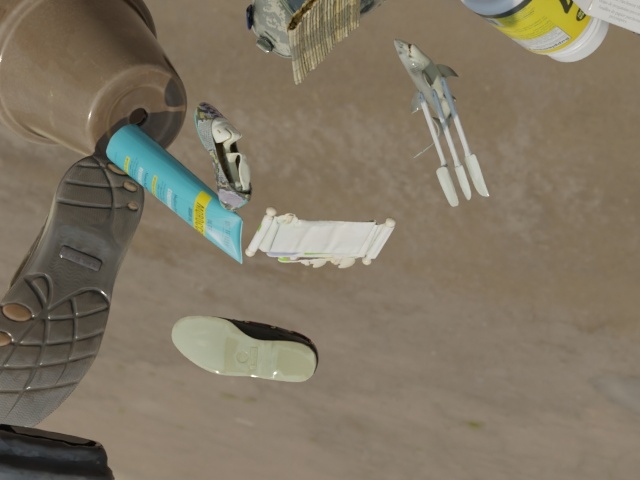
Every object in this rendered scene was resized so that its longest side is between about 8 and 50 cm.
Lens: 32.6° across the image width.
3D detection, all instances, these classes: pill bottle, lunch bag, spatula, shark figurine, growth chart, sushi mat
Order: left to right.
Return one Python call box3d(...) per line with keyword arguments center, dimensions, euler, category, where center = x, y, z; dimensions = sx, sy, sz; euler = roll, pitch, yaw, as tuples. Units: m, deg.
box3d(center=(0.000, 0.000, 1.720), dimensions=(0.237, 0.021, 0.172), euler=(3, 152, -24), category="growth chart")
box3d(center=(0.010, -0.311, 1.557), dimensions=(0.019, 0.151, 0.316), euler=(44, 177, 4), category="sushi mat")
box3d(center=(0.019, -0.498, 2.100), dimensions=(0.212, 0.305, 0.256), euler=(48, 153, 3), category="lunch bag")
box3d(center=(0.235, -0.298, 2.402), dimensions=(0.166, 0.278, 0.116), euler=(13, 142, -41), category="shark figurine")
box3d(center=(0.249, -0.189, 2.135), dimensions=(0.019, 0.242, 0.168), euler=(-20, -179, -16), category="spatula")
box3d(center=(0.267, -0.301, 1.350), dimensions=(0.119, 0.119, 0.208), euler=(0, 168, 40), category="pill bottle")

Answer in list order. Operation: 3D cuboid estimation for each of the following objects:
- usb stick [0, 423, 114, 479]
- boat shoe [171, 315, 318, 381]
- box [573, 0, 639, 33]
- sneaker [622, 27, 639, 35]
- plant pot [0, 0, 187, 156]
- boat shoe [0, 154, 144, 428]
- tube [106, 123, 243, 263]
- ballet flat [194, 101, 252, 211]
box3d(center=(-0.164, 0.230, 0.528), dimensions=(0.077, 0.278, 0.045), euler=(14, 177, -19), category="usb stick")
box3d(center=(-0.066, 0.096, 0.977), dimensions=(0.132, 0.049, 0.042), euler=(12, -174, 4), category="boat shoe")
box3d(center=(0.240, -0.297, 1.066), dimensions=(0.067, 0.324, 0.063), euler=(14, 119, -18), category="box")
box3d(center=(0.410, -0.381, 1.465), dimensions=(0.078, 0.234, 0.106), euler=(1, 146, -22), category="sneaker")
box3d(center=(-0.299, -0.214, 1.463), dimensions=(0.229, 0.263, 0.263), euler=(40, 177, 39), category="plant pot")
box3d(center=(-0.316, 0.070, 1.334), dimensions=(0.132, 0.356, 0.130), euler=(28, 164, -12), category="boat shoe")
box3d(center=(-0.161, -0.058, 1.271), dimensions=(0.207, 0.052, 0.080), euler=(38, 154, 21), category="tube")
box3d(center=(-0.090, -0.087, 1.074), dimensions=(0.041, 0.114, 0.041), euler=(-16, 172, -2), category="ballet flat")
